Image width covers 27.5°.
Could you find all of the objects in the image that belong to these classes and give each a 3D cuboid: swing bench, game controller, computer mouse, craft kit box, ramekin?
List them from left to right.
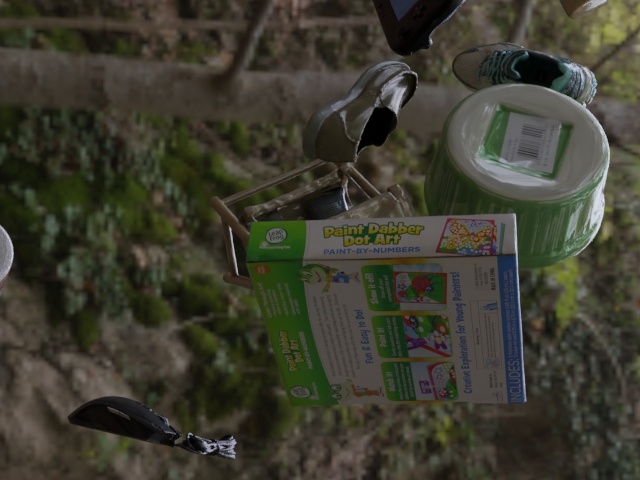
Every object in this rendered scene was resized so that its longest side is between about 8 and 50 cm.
[{"bbox_3d":[-0.256,0.292,2.069,0.184,0.262,0.060,29,72,-62],"label":"computer mouse"},{"bbox_3d":[0.000,0.000,2.101,0.254,0.253,0.165,32,-41,47],"label":"swing bench"},{"bbox_3d":[0.071,0.074,1.264,0.250,0.246,0.061,78,12,-50],"label":"craft kit box"},{"bbox_3d":[0.155,-0.427,2.140,0.166,0.067,0.319,-54,-152,27],"label":"game controller"},{"bbox_3d":[0.326,-0.116,2.138,0.148,0.303,0.303,93,-13,-52],"label":"ramekin"}]

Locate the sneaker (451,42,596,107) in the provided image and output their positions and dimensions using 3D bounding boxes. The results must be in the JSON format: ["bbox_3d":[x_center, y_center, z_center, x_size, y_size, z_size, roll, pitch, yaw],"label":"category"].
[{"bbox_3d":[0.356,-0.316,2.378,0.283,0.122,0.110,14,-92,35],"label":"sneaker"}]

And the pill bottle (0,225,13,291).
[{"bbox_3d":[-0.546,0.051,2.011,0.216,0.121,0.121,134,-46,-61],"label":"pill bottle"}]

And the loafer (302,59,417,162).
[{"bbox_3d":[0.072,-0.168,1.806,0.087,0.251,0.094,26,-47,22],"label":"loafer"}]

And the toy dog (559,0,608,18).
[{"bbox_3d":[0.430,-0.468,1.873,0.220,0.161,0.334,44,-64,17],"label":"toy dog"}]
